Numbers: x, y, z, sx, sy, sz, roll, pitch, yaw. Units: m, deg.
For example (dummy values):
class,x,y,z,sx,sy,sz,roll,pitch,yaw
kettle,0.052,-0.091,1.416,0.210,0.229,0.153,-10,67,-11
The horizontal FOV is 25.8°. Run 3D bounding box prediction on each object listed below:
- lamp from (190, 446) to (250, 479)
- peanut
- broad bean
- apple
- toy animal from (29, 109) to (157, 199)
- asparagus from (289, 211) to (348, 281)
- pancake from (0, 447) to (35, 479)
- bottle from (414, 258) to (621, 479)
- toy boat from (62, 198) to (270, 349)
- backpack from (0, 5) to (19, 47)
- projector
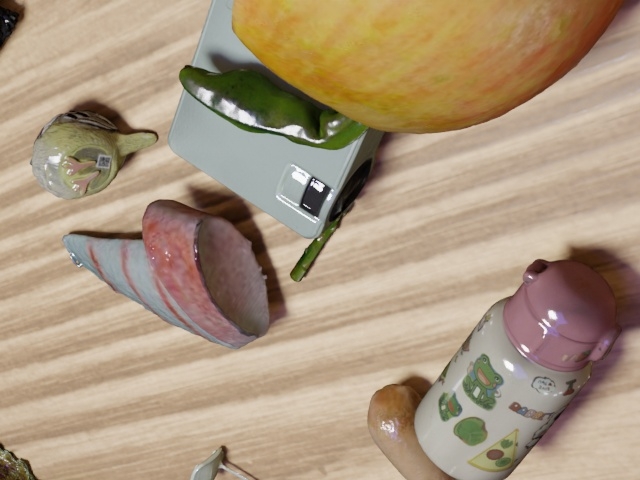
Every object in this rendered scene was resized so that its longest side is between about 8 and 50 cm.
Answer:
class,x,y,z,sx,sy,sz,roll,pitch,yaw
lamp,-0.058,0.315,1.669,0.198,0.056,0.050,27,125,12
peanut,0.104,0.217,1.489,0.076,0.076,0.152,-23,108,39
broad bean,-0.036,-0.119,1.264,0.195,0.046,0.061,10,110,21
apple,0.086,-0.234,1.098,0.309,0.314,0.252,-59,35,9
toy animal,-0.252,-0.103,1.529,0.098,0.137,0.098,61,168,23
asparagus,0.000,0.000,1.462,0.015,0.018,0.127,16,134,-20
pancake,-0.437,0.330,1.937,0.129,0.022,0.116,35,130,16
bottle,0.193,0.122,1.346,0.120,0.120,0.253,38,132,8
toy boat,-0.185,0.040,1.571,0.282,0.096,0.206,2,133,42
backpack,-0.423,-0.248,1.521,0.165,0.106,0.120,43,136,-1
projector,-0.019,-0.151,1.329,0.192,0.099,0.256,34,129,12
